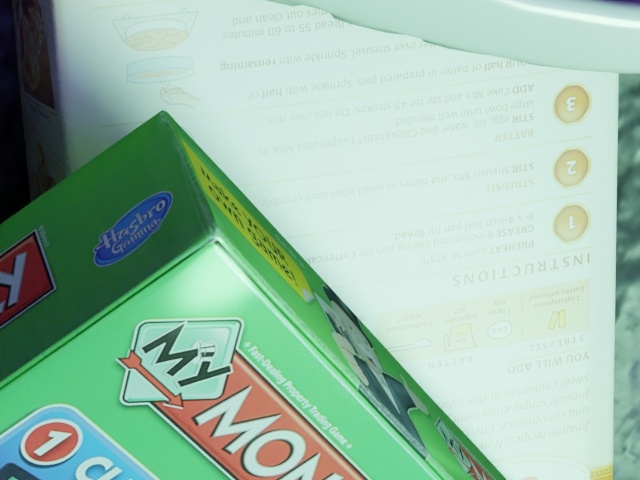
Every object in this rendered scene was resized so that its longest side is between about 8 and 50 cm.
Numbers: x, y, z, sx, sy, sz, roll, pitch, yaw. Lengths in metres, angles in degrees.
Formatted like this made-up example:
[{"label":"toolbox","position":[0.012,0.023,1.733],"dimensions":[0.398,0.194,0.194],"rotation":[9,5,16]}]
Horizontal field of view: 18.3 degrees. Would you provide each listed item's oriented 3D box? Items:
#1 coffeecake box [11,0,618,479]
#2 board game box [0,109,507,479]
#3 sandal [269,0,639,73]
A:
[{"label":"coffeecake box","position":[0.000,0.000,0.519],"dimensions":[0.142,0.068,0.185],"rotation":[-8,111,-16]},{"label":"board game box","position":[-0.033,0.132,0.501],"dimensions":[0.213,0.046,0.317],"rotation":[-35,132,7]},{"label":"sandal","position":[0.004,-0.133,0.415],"dimensions":[0.416,0.102,0.169],"rotation":[4,67,-19]}]
